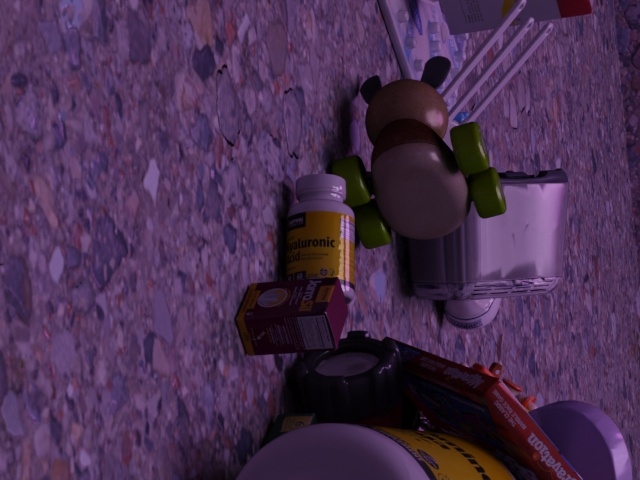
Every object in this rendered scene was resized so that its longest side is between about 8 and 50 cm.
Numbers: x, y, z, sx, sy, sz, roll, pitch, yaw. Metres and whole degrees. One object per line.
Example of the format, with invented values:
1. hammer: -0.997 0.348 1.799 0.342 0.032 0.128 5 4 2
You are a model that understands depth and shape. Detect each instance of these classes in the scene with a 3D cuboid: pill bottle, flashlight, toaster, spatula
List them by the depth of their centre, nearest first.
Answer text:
1. pill bottle: 0.067 0.250 1.496 0.334 0.187 0.188 18 69 -65
2. pill bottle: 0.000 0.000 1.675 0.065 0.065 0.116 41 46 -65
3. flashlight: 0.046 0.240 1.718 0.103 0.103 0.304 -32 123 -39
4. spatula: 0.169 -0.169 2.050 0.242 0.019 0.168 -51 158 10
5. toaster: 0.185 -0.008 2.073 0.227 0.129 0.147 -3 91 -36

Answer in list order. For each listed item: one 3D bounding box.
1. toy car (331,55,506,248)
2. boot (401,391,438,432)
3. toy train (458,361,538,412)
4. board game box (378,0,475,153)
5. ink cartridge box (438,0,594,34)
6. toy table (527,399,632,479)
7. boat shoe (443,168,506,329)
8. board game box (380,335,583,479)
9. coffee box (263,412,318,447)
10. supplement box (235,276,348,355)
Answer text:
1. toy car: 0.096 -0.109 1.885 0.149 0.155 0.188 62 17 -50
2. boot: 0.135 0.280 2.029 0.207 0.090 0.248 27 61 -55
3. toy train: 0.208 0.172 2.129 0.125 0.046 0.166 43 -5 -6
4. board game box: 0.143 -0.358 2.216 0.390 0.050 0.390 67 26 -42
5. ink cartridge box: 0.226 -0.335 2.103 0.128 0.176 0.127 -73 149 -50
6. toy table: 0.190 0.292 1.878 0.160 0.252 0.274 -14 135 -36
7. boat shoe: 0.203 -0.009 2.239 0.084 0.095 0.258 73 20 -44
8. board game box: 0.143 0.165 1.656 0.145 0.027 0.281 49 -10 -15
9. coffee box: -0.014 0.257 1.603 0.113 0.040 0.184 -66 146 -51
10. supplement box: -0.024 0.066 1.556 0.055 0.083 0.043 -70 150 -54
